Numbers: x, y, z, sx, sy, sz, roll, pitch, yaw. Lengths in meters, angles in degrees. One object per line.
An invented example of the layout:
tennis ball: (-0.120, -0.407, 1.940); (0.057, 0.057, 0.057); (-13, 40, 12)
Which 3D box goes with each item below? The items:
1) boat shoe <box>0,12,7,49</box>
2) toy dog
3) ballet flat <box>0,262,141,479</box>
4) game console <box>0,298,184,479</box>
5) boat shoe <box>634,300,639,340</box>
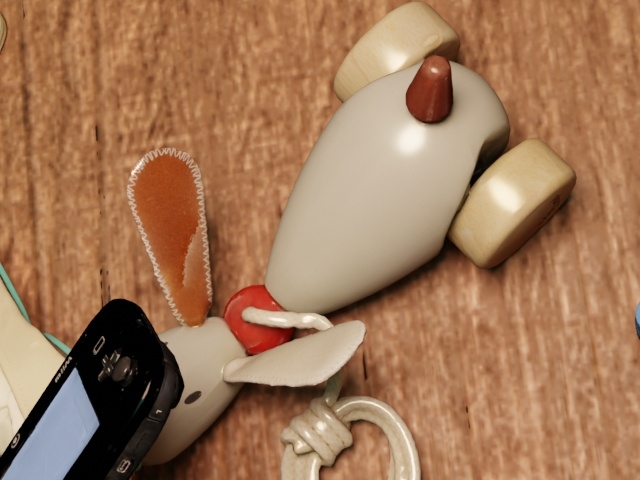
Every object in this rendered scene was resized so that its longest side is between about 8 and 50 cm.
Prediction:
boat shoe: (-0.253, -0.102, 1.004); (0.050, 0.045, 0.135); (10, 78, 14)
toy dog: (0.000, 0.000, 0.866); (0.220, 0.161, 0.334); (26, 82, 17)
ballet flat: (-0.192, 0.080, 0.888); (0.086, 0.086, 0.248); (-46, 44, -3)
game console: (-0.190, 0.183, 0.772); (0.361, 0.044, 0.213); (-55, 38, 8)
boat shoe: (0.298, 0.084, 0.816); (0.258, 0.109, 0.089); (36, 81, 15)
